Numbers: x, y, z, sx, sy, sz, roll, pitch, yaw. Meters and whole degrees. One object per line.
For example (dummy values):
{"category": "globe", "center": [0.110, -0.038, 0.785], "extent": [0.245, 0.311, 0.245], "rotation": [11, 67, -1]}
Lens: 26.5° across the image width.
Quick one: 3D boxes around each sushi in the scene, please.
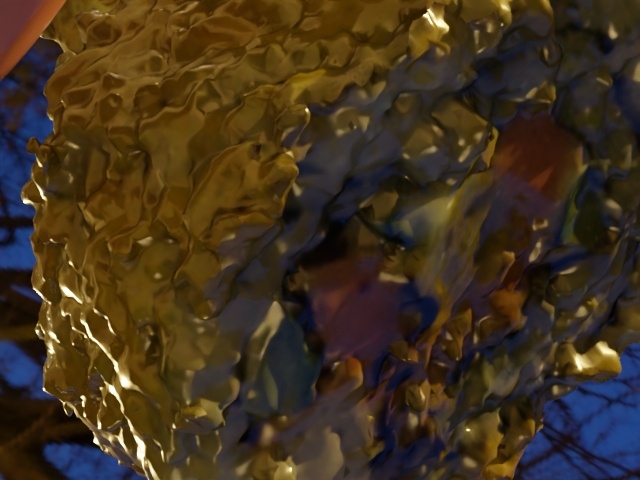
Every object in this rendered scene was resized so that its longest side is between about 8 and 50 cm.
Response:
{"category": "sushi", "center": [0.029, -0.004, 0.784], "extent": [0.397, 0.351, 0.240], "rotation": [-38, -140, -23]}

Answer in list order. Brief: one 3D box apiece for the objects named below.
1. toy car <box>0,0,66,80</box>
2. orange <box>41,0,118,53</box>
{"category": "toy car", "center": [-0.215, -0.165, 0.551], "extent": [0.212, 0.271, 0.180], "rotation": [-63, -149, 6]}
{"category": "orange", "center": [-0.141, -0.189, 1.247], "extent": [0.210, 0.271, 0.368], "rotation": [-40, -102, 12]}
